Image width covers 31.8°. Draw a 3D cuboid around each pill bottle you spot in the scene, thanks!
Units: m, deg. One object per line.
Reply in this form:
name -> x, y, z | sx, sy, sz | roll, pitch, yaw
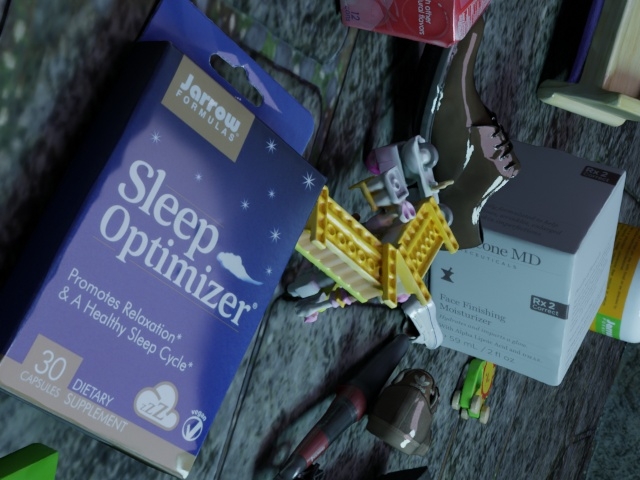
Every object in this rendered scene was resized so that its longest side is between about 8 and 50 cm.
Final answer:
pill bottle -> 0.347, 0.044, 1.363 | 0.136, 0.245, 0.136 | -46, 146, -45

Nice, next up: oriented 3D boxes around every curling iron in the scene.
curling iron -> 0.019, 0.150, 0.983 | 0.274, 0.035, 0.068 | -47, 168, -54

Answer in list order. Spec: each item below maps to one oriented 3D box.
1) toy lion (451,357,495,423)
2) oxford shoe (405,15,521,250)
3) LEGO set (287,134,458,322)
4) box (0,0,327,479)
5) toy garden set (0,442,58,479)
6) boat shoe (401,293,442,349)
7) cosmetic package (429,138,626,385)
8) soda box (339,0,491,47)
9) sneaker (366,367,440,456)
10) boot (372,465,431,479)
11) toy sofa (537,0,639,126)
toy lion -> 0.198, 0.175, 1.407 | 0.100, 0.034, 0.096 | 47, 56, -64
oxford shoe -> 0.120, -0.092, 0.929 | 0.083, 0.096, 0.227 | -80, 173, -54
LEGO set -> 0.000, 0.000, 0.790 | 0.287, 0.107, 0.132 | -10, 81, -60
box -> -0.076, -0.004, 0.590 | 0.136, 0.036, 0.225 | 39, 68, -41
toy garden set -> -0.215, 0.223, 0.492 | 0.204, 0.049, 0.244 | -17, 123, -65
boat shoe -> 0.096, 0.084, 1.110 | 0.035, 0.035, 0.100 | -36, 151, -11
cosmetic package -> 0.209, 0.018, 1.158 | 0.151, 0.151, 0.184 | -50, 148, -40
soda box -> 0.057, -0.252, 0.694 | 0.083, 0.092, 0.263 | -55, 151, -36
sneaker -> 0.087, 0.155, 1.040 | 0.071, 0.066, 0.188 | -58, 173, -2
boot -> 0.076, 0.327, 1.082 | 0.246, 0.083, 0.161 | -17, 90, -64
toy sofa -> 0.366, -0.320, 1.313 | 0.150, 0.177, 0.363 | 10, 98, -42
